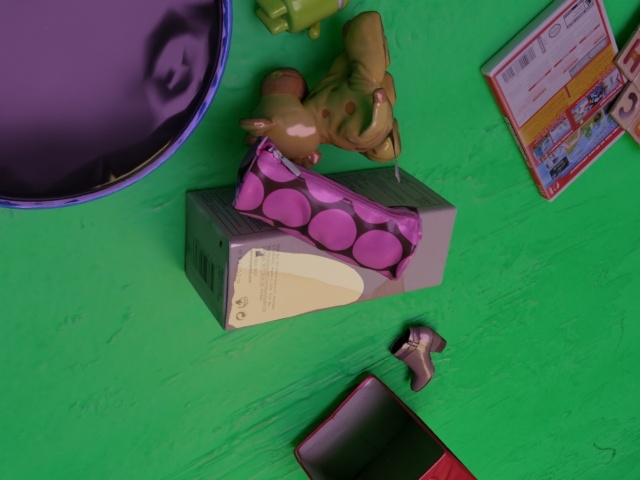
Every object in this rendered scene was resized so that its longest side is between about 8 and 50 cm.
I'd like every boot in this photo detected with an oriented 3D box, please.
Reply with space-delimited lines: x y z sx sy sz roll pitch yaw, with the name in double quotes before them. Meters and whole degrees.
"boot" 0.149 0.188 1.231 0.087 0.042 0.118 18 105 -31

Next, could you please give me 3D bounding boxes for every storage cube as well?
"storage cube" 0.110 0.364 1.198 0.184 0.215 0.193 -45 136 -3

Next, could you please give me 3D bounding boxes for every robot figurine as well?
"robot figurine" -0.015 -0.272 0.838 0.115 0.067 0.101 -30 153 -14

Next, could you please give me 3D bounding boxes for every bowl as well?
"bowl" -0.264 -0.206 0.717 0.391 0.077 0.391 -15 123 -24

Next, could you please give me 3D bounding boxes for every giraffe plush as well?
"giraffe plush" -0.001 -0.145 0.878 0.171 0.210 0.181 -7 140 10

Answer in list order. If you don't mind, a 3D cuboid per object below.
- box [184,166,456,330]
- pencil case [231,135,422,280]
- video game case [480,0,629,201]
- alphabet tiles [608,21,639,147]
"box" 0.000 0.000 0.957 0.311 0.148 0.121 -8 121 -26
"pencil case" 0.010 -0.035 0.814 0.209 0.095 0.098 23 134 -11
"video game case" 0.365 -0.216 1.136 0.204 0.025 0.285 -43 130 -4
"alphabet tiles" 0.591 -0.308 1.213 0.285 0.011 0.342 29 95 -41
